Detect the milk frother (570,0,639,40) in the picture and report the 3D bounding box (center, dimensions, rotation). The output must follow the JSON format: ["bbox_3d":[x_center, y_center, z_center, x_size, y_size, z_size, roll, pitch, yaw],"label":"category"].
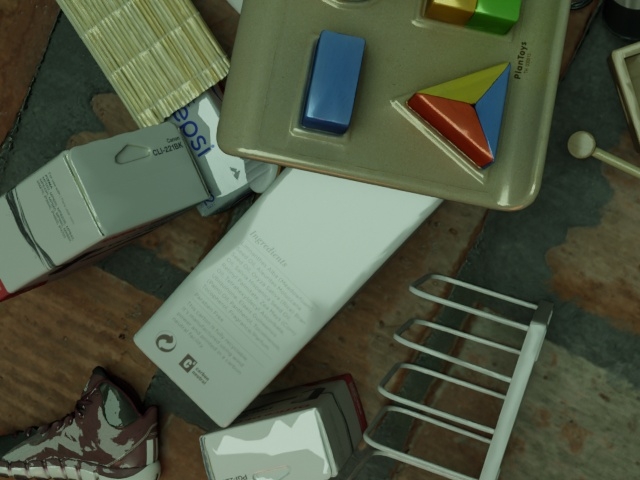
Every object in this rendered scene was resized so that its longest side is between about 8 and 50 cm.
[{"bbox_3d":[0.345,-0.322,1.187,0.143,0.134,0.129,-9,60,8],"label":"milk frother"}]

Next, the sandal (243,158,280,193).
[{"bbox_3d":[-0.058,-0.158,1.279,0.076,0.265,0.102,13,139,-25],"label":"sandal"}]

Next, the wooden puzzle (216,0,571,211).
[{"bbox_3d":[0.085,-0.218,1.056,0.348,0.080,0.322,11,84,-1],"label":"wooden puzzle"}]

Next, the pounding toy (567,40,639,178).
[{"bbox_3d":[0.399,-0.147,1.214,0.206,0.094,0.181,-18,91,13],"label":"pounding toy"}]

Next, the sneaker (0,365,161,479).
[{"bbox_3d":[-0.358,0.254,1.420,0.281,0.106,0.162,6,92,1],"label":"sneaker"}]

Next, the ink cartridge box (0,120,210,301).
[{"bbox_3d":[-0.306,-0.033,1.276,0.273,0.197,0.114,-27,90,38],"label":"ink cartridge box"}]

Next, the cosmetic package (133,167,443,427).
[{"bbox_3d":[0.000,0.000,1.246,0.161,0.230,0.453,43,103,4],"label":"cosmetic package"}]

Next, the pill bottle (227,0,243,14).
[{"bbox_3d":[0.051,-0.390,1.209,0.361,0.204,0.204,-44,85,13],"label":"pill bottle"}]

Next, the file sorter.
[{"bbox_3d":[0.164,0.194,1.250,0.173,0.193,0.277,19,99,13],"label":"file sorter"}]

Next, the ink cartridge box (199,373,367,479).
[{"bbox_3d":[-0.041,0.248,1.282,0.159,0.218,0.092,-16,92,13],"label":"ink cartridge box"}]

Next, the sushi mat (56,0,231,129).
[{"bbox_3d":[-0.252,-0.304,1.284,0.151,0.019,0.316,-34,87,15],"label":"sushi mat"}]

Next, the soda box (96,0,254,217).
[{"bbox_3d":[-0.177,-0.178,1.336,0.098,0.091,0.286,-33,88,15],"label":"soda box"}]
